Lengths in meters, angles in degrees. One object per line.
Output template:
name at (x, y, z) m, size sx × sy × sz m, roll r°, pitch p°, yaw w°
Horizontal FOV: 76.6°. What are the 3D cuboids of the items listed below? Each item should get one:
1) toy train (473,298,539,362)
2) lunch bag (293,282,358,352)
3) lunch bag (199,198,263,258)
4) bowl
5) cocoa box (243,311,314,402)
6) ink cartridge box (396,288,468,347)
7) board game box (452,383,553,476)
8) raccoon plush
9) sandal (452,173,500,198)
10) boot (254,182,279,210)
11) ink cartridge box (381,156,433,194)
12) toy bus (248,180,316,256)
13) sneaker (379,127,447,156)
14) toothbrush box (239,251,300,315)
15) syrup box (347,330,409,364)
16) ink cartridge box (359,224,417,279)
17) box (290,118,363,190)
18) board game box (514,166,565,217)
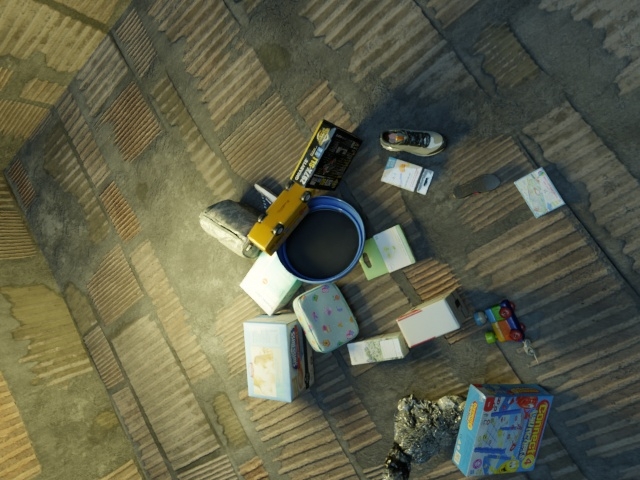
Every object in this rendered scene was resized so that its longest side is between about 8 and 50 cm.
toy train at (0.688, 0.358, 1.514) m, size 0.143 × 0.105 × 0.247 m, roll -27°, pitch 82°, yaw 34°
lunch bag at (0.028, 0.334, 1.756) m, size 0.279 × 0.224 × 0.108 m, roll 63°, pitch 157°, yaw 6°
lunch bag at (-0.377, -0.049, 1.880) m, size 0.305 × 0.256 × 0.212 m, roll 31°, pitch 106°, yaw 19°
bowl at (0.000, 0.000, 1.732) m, size 0.392 × 0.077 × 0.390 m, roll -4°, pitch 69°, yaw 12°
cocoa box at (-0.187, 0.517, 1.848) m, size 0.232 × 0.228 × 0.346 m, roll -3°, pitch 93°, yaw 25°
ink cartridge box at (0.430, 0.288, 1.529) m, size 0.197 × 0.273 × 0.114 m, roll -30°, pitch 78°, yaw 23°
board game box at (0.654, 0.676, 1.457) m, size 0.302 × 0.086 × 0.307 m, roll 6°, pitch 99°, yaw -19°
raccoon plush at (0.439, 0.773, 1.508) m, size 0.299 × 0.446 × 0.216 m, roll -12°, pitch 132°, yaw 38°
sandal at (0.597, -0.207, 1.549) m, size 0.179 × 0.040 × 0.067 m, roll -17°, pitch 81°, yaw 39°
boot at (-0.252, -0.189, 1.914) m, size 0.190 × 0.069 × 0.086 m, roll 37°, pitch 105°, yaw 16°
ink cartridge box at (0.351, -0.261, 1.639) m, size 0.181 × 0.062 × 0.104 m, roll 23°, pitch 103°, yaw 21°
toy bus at (-0.153, -0.101, 1.693) m, size 0.108 × 0.130 × 0.332 m, roll 35°, pitch 81°, yaw 24°
sneaker at (0.359, -0.392, 1.603) m, size 0.272 × 0.108 × 0.100 m, roll 10°, pitch 96°, yaw 22°
toothbrush box at (-0.202, 0.164, 1.888) m, size 0.216 × 0.126 × 0.295 m, roll 43°, pitch 110°, yaw 16°
syrup box at (0.243, 0.457, 1.721) m, size 0.237 × 0.096 × 0.093 m, roll -16°, pitch 85°, yaw 25°
ink cartridge box at (0.264, 0.055, 1.707) m, size 0.235 × 0.056 × 0.171 m, roll -25°, pitch 84°, yaw 22°
box at (0.035, -0.332, 1.636) m, size 0.079 × 0.322 × 0.257 m, roll 37°, pitch 108°, yaw 17°
board game box at (0.790, -0.172, 1.465) m, size 0.104 × 0.026 × 0.154 m, roll -31°, pitch 81°, yaw 23°
